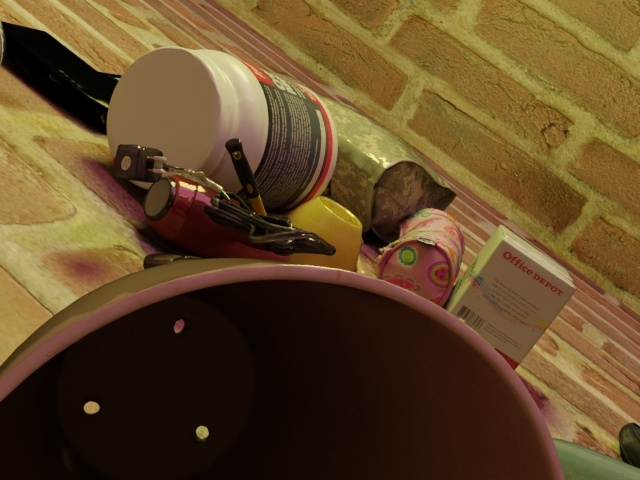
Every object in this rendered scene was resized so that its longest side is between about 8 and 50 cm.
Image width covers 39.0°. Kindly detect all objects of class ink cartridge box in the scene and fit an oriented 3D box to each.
[{"bbox_3d":[0.264,0.088,1.314,0.128,0.176,0.127,35,15,1],"label":"ink cartridge box"}]

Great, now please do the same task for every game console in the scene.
[{"bbox_3d":[-0.309,-0.231,1.330,0.213,0.044,0.361,38,14,11],"label":"game console"}]

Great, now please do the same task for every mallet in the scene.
[{"bbox_3d":[-0.067,-0.050,1.052,0.190,0.062,0.039,83,-5,-51],"label":"mallet"}]

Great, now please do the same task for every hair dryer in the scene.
[{"bbox_3d":[-0.089,-0.003,0.942,0.223,0.080,0.293,28,-2,10],"label":"hair dryer"}]

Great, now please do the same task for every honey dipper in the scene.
[{"bbox_3d":[0.053,0.023,1.360,0.030,0.030,0.161,31,19,-15],"label":"honey dipper"}]

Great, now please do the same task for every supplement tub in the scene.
[{"bbox_3d":[-0.116,-0.131,1.145,0.191,0.191,0.272,41,16,24],"label":"supplement tub"}]

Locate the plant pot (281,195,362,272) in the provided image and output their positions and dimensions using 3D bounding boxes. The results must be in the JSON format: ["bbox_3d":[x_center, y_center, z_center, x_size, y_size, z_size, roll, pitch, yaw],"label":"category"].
[{"bbox_3d":[0.000,0.000,1.173,0.134,0.095,0.134,32,15,-10],"label":"plant pot"}]

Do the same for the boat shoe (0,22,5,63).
[{"bbox_3d":[-0.388,-0.243,0.919,0.340,0.127,0.158,32,24,28],"label":"boat shoe"}]

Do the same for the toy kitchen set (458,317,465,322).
[{"bbox_3d":[0.136,0.111,1.175,0.075,0.068,0.083,39,15,15],"label":"toy kitchen set"}]

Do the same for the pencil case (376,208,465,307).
[{"bbox_3d":[0.158,0.025,1.398,0.124,0.124,0.284,36,16,4],"label":"pencil case"}]

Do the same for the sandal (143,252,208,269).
[{"bbox_3d":[-0.077,0.051,0.901,0.219,0.060,0.090,8,-3,-43],"label":"sandal"}]

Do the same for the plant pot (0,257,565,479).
[{"bbox_3d":[-0.061,0.115,0.450,0.256,0.257,0.274,30,-1,-19],"label":"plant pot"}]

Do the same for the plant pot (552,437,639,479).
[{"bbox_3d":[0.153,0.244,0.481,0.247,0.248,0.252,29,-2,-22],"label":"plant pot"}]

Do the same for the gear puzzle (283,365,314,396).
[{"bbox_3d":[0.023,0.124,0.714,0.175,0.044,0.339,39,-5,17],"label":"gear puzzle"}]

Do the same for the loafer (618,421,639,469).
[{"bbox_3d":[0.490,0.320,1.272,0.076,0.078,0.223,31,15,-14],"label":"loafer"}]

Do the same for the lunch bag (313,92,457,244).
[{"bbox_3d":[0.069,-0.125,1.556,0.235,0.169,0.287,44,8,30],"label":"lunch bag"}]
